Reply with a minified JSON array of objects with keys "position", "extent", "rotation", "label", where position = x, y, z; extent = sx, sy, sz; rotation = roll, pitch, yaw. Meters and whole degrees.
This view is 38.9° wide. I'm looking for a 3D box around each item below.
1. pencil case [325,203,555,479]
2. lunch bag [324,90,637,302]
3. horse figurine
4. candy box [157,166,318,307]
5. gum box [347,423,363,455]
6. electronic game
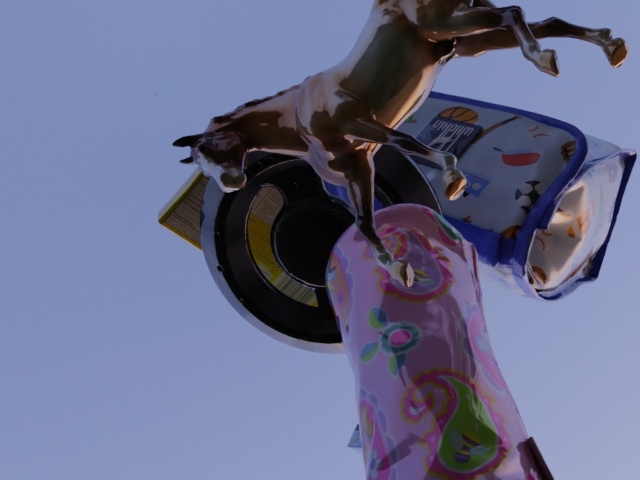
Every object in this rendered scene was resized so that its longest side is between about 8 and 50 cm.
[{"position":[0.075,0.105,0.596],"extent":[0.124,0.284,0.124],"rotation":[-5,-49,-6],"label":"pencil case"},{"position":[0.191,-0.066,1.173],"extent":[0.327,0.385,0.239],"rotation":[20,-71,30],"label":"lunch bag"},{"position":[0.056,-0.096,0.530],"extent":[0.263,0.174,0.066],"rotation":[-47,-41,-2],"label":"horse figurine"},{"position":[-0.047,-0.005,0.892],"extent":[0.206,0.027,0.105],"rotation":[36,-75,-26],"label":"candy box"},{"position":[0.150,0.319,1.274],"extent":[0.184,0.157,0.041],"rotation":[33,-111,-15],"label":"gum box"},{"position":[0.000,0.000,0.819],"extent":[0.229,0.048,0.229],"rotation":[5,-67,12],"label":"electronic game"}]
